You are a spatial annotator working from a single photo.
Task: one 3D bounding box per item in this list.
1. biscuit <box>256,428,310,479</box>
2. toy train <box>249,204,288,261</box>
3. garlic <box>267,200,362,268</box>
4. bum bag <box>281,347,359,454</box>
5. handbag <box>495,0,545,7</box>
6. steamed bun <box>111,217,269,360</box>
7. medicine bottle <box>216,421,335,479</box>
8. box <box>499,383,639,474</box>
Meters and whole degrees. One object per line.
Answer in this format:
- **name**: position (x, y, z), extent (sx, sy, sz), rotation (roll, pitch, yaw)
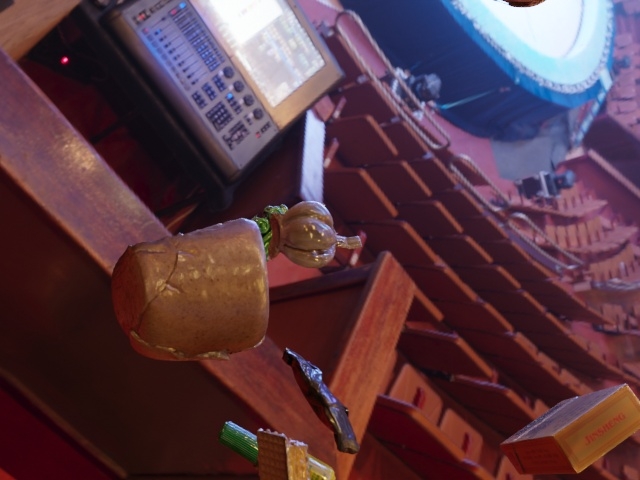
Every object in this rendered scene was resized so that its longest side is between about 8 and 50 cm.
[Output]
- **biscuit**: position (-0.056, 0.516, 1.104), extent (0.054, 0.094, 0.379), rotation (-5, 90, -44)
- **toy train**: position (-0.171, 0.008, 1.734), extent (0.251, 0.085, 0.119), rotation (-42, 106, -13)
- **garlic**: position (0.000, 0.000, 1.243), extent (0.194, 0.127, 0.131), rotation (14, 72, -26)
- **bum bag**: position (0.006, 0.418, 1.689), extent (0.326, 0.079, 0.142), rotation (56, 0, 17)
- **handbag**: position (0.361, -0.521, 1.145), extent (0.205, 0.116, 0.179), rotation (34, 85, 8)
- **steamed bun**: position (-0.201, 0.107, 1.038), extent (0.251, 0.301, 0.199), rotation (-14, 74, -21)
- **medicine bottle**: position (-0.114, 0.543, 1.566), extent (0.308, 0.076, 0.111), rotation (30, 75, 1)
- **box**: position (0.465, 0.362, 1.196), extent (0.174, 0.274, 0.076), rotation (-28, 74, -13)
